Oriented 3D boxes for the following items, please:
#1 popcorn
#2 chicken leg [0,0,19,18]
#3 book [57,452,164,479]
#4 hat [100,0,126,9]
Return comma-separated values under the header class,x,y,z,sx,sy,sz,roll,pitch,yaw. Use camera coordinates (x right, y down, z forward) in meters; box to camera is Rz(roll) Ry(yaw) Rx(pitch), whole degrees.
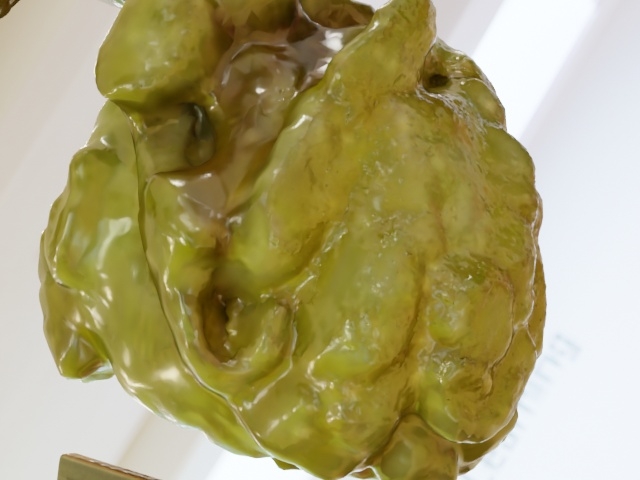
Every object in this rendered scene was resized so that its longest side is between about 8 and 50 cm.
class,x,y,z,sx,sy,sz,roll,pitch,yaw
popcorn,0.000,0.000,0.925,0.235,0.250,0.242,-51,-11,-21
chicken leg,-0.148,-0.079,0.540,0.088,0.103,0.228,-13,21,38
book,-0.039,0.199,0.837,0.018,0.241,0.170,7,-87,-51
hat,-0.051,-0.275,1.347,0.209,0.238,0.336,10,-34,-39
